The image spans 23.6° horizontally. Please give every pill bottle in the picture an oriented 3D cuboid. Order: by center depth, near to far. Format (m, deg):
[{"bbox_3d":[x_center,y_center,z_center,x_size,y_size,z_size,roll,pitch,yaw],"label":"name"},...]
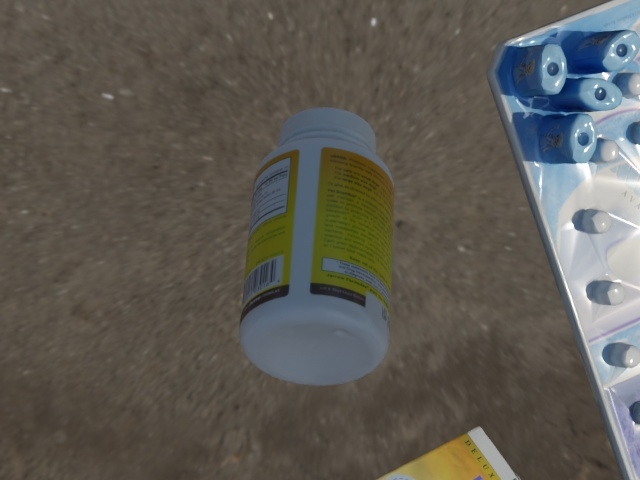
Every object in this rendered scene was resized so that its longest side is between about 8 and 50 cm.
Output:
[{"bbox_3d":[0.000,0.000,1.233,0.117,0.117,0.215,3,55,1],"label":"pill bottle"}]

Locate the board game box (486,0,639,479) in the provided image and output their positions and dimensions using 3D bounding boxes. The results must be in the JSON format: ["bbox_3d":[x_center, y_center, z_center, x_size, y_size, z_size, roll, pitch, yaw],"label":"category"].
[{"bbox_3d":[0.334,0.004,0.921,0.390,0.050,0.390,-22,99,-16],"label":"board game box"}]

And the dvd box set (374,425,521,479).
[{"bbox_3d":[0.096,0.420,1.698,0.420,0.062,0.308,-22,65,-28],"label":"dvd box set"}]
